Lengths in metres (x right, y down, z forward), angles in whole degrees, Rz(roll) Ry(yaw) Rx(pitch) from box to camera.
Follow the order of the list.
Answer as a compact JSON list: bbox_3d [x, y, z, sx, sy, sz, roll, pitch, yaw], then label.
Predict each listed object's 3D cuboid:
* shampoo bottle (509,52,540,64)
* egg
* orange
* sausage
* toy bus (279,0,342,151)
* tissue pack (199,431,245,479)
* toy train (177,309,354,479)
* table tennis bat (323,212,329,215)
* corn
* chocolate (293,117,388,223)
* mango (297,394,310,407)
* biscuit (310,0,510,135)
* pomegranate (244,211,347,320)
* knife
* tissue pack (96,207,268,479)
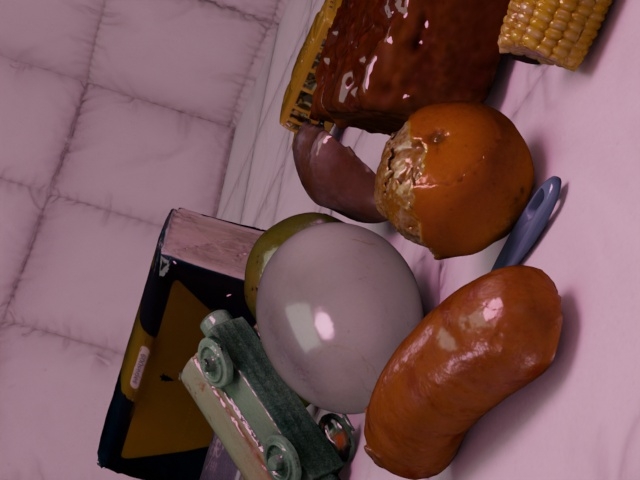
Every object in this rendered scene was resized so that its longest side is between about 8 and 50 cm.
[{"bbox_3d":[0.223,-0.313,1.159,0.153,0.071,0.284,-9,-64,-71],"label":"shampoo bottle"},{"bbox_3d":[0.022,0.085,1.324,0.264,0.183,0.183,-104,32,-60],"label":"egg"},{"bbox_3d":[0.125,-0.054,1.136,0.156,0.156,0.134,-85,-29,-47],"label":"orange"},{"bbox_3d":[0.116,0.111,1.032,0.270,0.109,0.109,124,160,-50],"label":"sausage"},{"bbox_3d":[0.010,-0.277,2.104,0.335,0.123,0.121,119,164,-47],"label":"toy bus"},{"bbox_3d":[-0.126,0.440,1.701,0.288,0.124,0.394,152,134,-73],"label":"tissue pack"},{"bbox_3d":[-0.073,0.226,1.515,0.285,0.116,0.177,52,139,23],"label":"toy train"},{"bbox_3d":[0.000,0.000,2.018,0.155,0.019,0.100,142,143,-75],"label":"table tennis bat"},{"bbox_3d":[0.229,-0.268,1.054,0.093,0.093,0.244,-105,29,-70],"label":"corn"},{"bbox_3d":[0.022,-0.080,1.614,0.083,0.161,0.261,-49,9,2],"label":"chocolate"},{"bbox_3d":[-0.037,0.172,1.750,0.074,0.091,0.165,102,175,-46],"label":"mango"},{"bbox_3d":[0.130,-0.308,1.419,0.342,0.166,0.395,-156,84,-81],"label":"biscuit"},{"bbox_3d":[-0.001,0.044,1.570,0.210,0.179,0.179,-33,39,50],"label":"pomegranate"},{"bbox_3d":[0.157,0.055,1.145,0.313,0.019,0.044,115,164,-45],"label":"knife"},{"bbox_3d":[-0.184,0.185,1.997,0.253,0.264,0.416,-95,23,-68],"label":"tissue pack"}]
